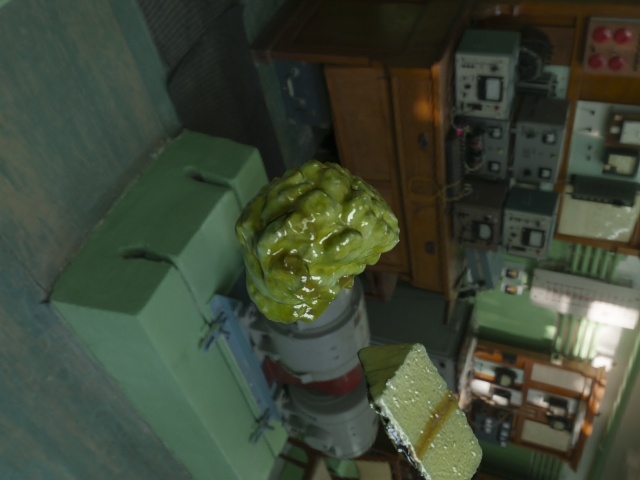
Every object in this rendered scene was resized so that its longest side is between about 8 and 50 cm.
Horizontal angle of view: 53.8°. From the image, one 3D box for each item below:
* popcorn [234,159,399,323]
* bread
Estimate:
[{"bbox_3d":[0.000,0.000,0.903,0.225,0.173,0.286,-24,156,-16],"label":"popcorn"},{"bbox_3d":[0.164,0.295,1.059,0.142,0.178,0.266,-32,109,-10],"label":"bread"}]
